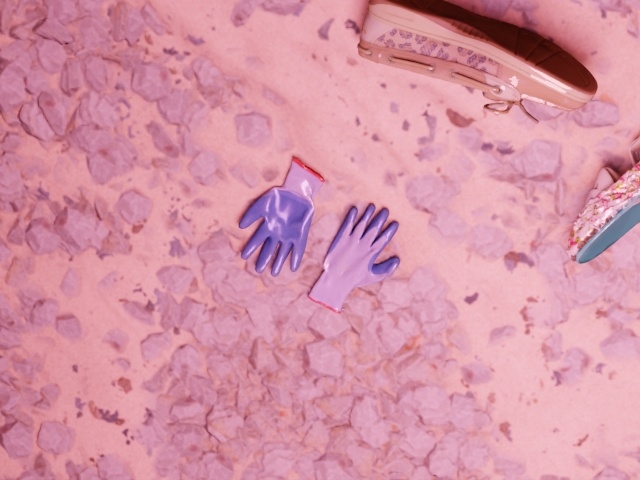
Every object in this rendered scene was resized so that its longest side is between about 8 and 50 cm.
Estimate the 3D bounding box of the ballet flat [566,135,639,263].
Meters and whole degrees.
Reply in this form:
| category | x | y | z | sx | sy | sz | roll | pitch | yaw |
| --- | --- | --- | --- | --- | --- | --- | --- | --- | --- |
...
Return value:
| category | x | y | z | sx | sy | sz | roll | pitch | yaw |
| --- | --- | --- | --- | --- | --- | --- | --- | --- | --- |
| ballet flat | 0.372 | -0.071 | 1.974 | 0.241 | 0.091 | 0.077 | -41 | 64 | 17 |

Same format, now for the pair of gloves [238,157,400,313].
| category | x | y | z | sx | sy | sz | roll | pitch | yaw |
| --- | --- | --- | --- | --- | --- | --- | --- | --- | --- |
| pair of gloves | 0.000 | 0.000 | 2.106 | 0.198 | 0.023 | 0.159 | 32 | 112 | 3 |

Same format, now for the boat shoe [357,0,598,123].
| category | x | y | z | sx | sy | sz | roll | pitch | yaw |
| --- | --- | --- | --- | --- | --- | --- | --- | --- | --- |
| boat shoe | 0.181 | -0.207 | 1.960 | 0.285 | 0.104 | 0.089 | 26 | 116 | 15 |
